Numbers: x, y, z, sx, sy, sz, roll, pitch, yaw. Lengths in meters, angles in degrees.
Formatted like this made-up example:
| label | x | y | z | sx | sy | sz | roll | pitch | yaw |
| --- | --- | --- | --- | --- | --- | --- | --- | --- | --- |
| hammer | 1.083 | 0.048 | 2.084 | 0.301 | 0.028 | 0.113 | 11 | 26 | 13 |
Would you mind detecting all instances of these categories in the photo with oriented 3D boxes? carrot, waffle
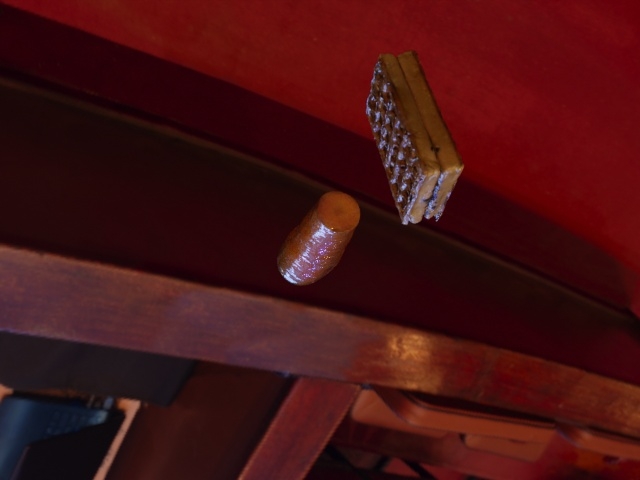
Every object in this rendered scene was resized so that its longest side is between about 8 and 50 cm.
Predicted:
| label | x | y | z | sx | sy | sz | roll | pitch | yaw |
| --- | --- | --- | --- | --- | --- | --- | --- | --- | --- |
| carrot | 0.000 | 0.000 | 1.023 | 0.087 | 0.087 | 0.193 | 2 | 153 | -26 |
| waffle | 0.181 | -0.210 | 1.466 | 0.091 | 0.307 | 0.212 | -10 | 154 | -10 |
